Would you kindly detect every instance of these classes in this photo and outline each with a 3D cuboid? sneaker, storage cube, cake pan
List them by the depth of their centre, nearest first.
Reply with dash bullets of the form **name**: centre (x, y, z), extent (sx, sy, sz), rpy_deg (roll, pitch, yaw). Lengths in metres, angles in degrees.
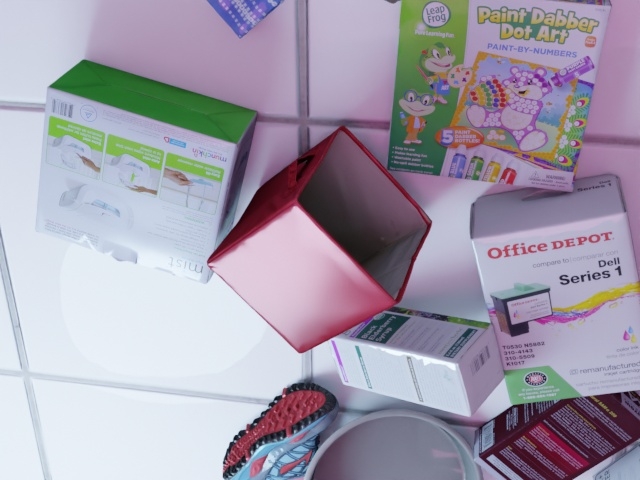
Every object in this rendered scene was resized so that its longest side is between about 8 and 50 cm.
- **storage cube**: centre (0.000, 0.000, 1.186), extent (0.215, 0.183, 0.193), rpy_deg (45, 131, -14)
- **cake pan**: centre (0.113, 0.402, 1.422), extent (0.293, 0.054, 0.293), rpy_deg (-1, 100, -5)
- **sneaker**: centre (-0.045, 0.327, 1.463), extent (0.125, 0.104, 0.262), rpy_deg (31, 126, -26)

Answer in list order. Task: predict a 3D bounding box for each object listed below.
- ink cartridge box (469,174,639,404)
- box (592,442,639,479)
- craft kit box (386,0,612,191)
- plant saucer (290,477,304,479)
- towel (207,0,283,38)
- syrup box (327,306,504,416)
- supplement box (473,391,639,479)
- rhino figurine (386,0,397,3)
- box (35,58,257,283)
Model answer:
- **ink cartridge box**: centre (0.330, 0.071, 1.213), extent (0.201, 0.117, 0.278), rpy_deg (-10, 116, 17)
- **box**: centre (0.574, 0.353, 1.338), extent (0.169, 0.087, 0.290), rpy_deg (36, 119, -9)
- **craft kit box**: centre (0.217, -0.194, 1.127), extent (0.250, 0.061, 0.246), rpy_deg (7, 117, 8)
- **plant saucer**: centre (0.036, 0.539, 1.557), extent (0.332, 0.084, 0.332), rpy_deg (5, 120, 10)
- **towel**: centre (-0.063, -0.433, 1.060), extent (0.336, 0.040, 0.243), rpy_deg (-36, 105, 27)
- **syrup box**: centre (0.130, 0.162, 1.260), extent (0.237, 0.093, 0.096), rpy_deg (8, 125, 43)
- **supplement box**: centre (0.363, 0.290, 1.354), extent (0.130, 0.073, 0.239), rpy_deg (41, 120, -12)
- **rhino figurine**: centre (0.160, -0.345, 1.029), extent (0.243, 0.106, 0.073), rpy_deg (-3, 148, 12)
- **box**: centre (-0.244, -0.093, 1.236), extent (0.262, 0.127, 0.231), rpy_deg (16, 121, 2)
